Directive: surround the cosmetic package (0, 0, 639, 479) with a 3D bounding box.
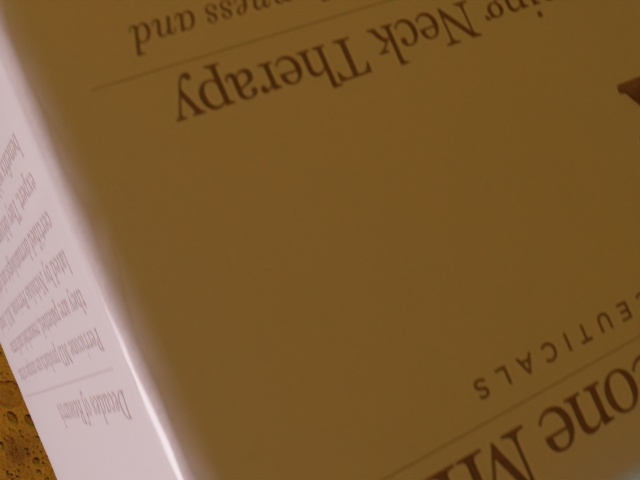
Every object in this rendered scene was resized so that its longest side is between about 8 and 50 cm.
[{"bbox_3d":[-0.017,-0.033,0.567,0.329,0.393,0.327,-23,178,-26],"label":"cosmetic package"}]
